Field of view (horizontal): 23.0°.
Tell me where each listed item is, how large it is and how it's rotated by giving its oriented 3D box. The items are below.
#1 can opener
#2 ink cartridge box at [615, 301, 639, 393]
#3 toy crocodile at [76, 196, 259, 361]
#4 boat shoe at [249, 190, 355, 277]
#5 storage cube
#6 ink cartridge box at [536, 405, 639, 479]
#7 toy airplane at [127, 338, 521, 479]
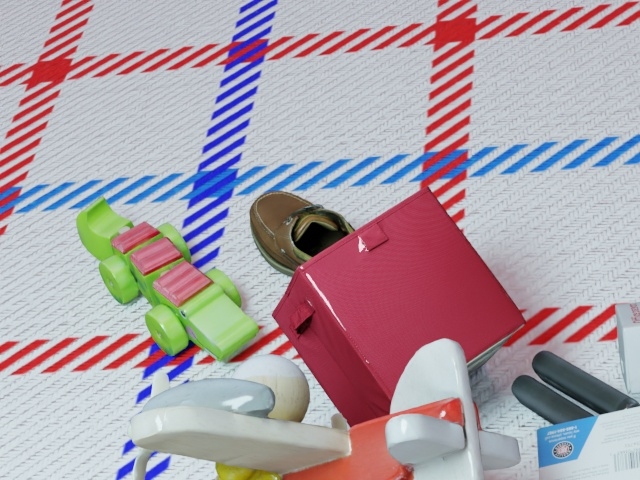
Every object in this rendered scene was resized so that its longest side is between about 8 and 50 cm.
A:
[{"bbox_3d":[0.330,0.214,1.724,0.076,0.095,0.283,-49,38,-8],"label":"can opener"},{"bbox_3d":[0.431,0.110,1.755,0.190,0.082,0.139,-6,8,7],"label":"ink cartridge box"},{"bbox_3d":[-0.201,0.048,2.037,0.115,0.105,0.340,-31,43,-20],"label":"toy crocodile"},{"bbox_3d":[0.000,0.000,2.034,0.110,0.104,0.307,-30,42,-19],"label":"boat shoe"},{"bbox_3d":[0.087,0.087,1.788,0.215,0.184,0.193,-31,79,-21],"label":"storage cube"},{"bbox_3d":[0.296,0.292,1.572,0.134,0.078,0.231,-16,54,26],"label":"ink cartridge box"},{"bbox_3d":[-0.004,0.211,1.546,0.384,0.386,0.272,-17,55,-15],"label":"toy airplane"}]
